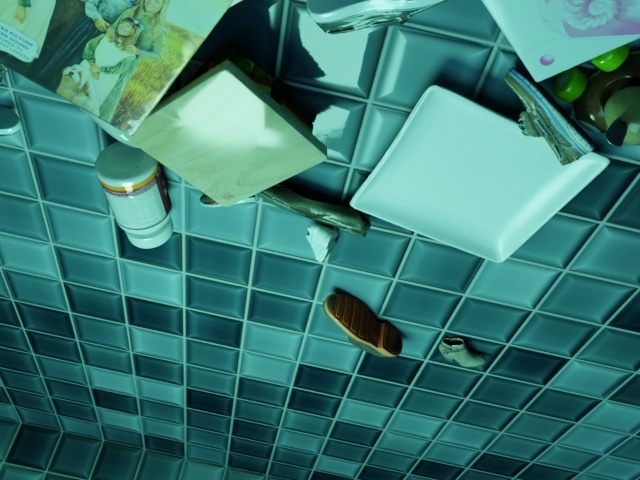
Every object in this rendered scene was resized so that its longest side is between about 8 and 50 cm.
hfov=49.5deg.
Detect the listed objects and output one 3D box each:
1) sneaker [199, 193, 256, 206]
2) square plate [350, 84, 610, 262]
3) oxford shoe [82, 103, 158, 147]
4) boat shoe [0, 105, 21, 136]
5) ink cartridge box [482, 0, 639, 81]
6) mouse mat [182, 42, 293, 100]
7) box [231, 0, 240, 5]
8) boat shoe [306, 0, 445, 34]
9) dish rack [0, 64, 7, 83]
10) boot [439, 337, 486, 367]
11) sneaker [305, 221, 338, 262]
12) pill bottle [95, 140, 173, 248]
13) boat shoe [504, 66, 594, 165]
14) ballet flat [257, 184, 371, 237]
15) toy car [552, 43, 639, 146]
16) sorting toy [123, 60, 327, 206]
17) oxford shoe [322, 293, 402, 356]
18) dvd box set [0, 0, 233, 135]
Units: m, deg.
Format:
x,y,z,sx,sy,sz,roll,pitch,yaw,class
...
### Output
x,y,z,sx,sy,sz,roll,pitch,yaw,class
-0.191,-0.104,1.418,0.158,0.065,0.061,-4,-174,42,sneaker
0.277,-0.114,1.278,0.347,0.049,0.344,20,141,-11,square plate
-0.422,-0.304,1.156,0.169,0.130,0.449,-8,140,19,oxford shoe
-0.665,-0.221,1.379,0.183,0.065,0.083,10,144,13,boat shoe
0.356,-0.394,0.888,0.330,0.071,0.324,-21,132,36,ink cartridge box
-0.158,-0.258,1.243,0.152,0.007,0.189,32,137,-24,mouse mat
-0.059,-0.412,0.973,0.324,0.063,0.067,-16,134,31,box
0.095,-0.345,1.015,0.228,0.080,0.076,-8,156,19,boat shoe
-0.701,-0.350,1.212,0.208,0.074,0.271,-11,137,28,dish rack
0.362,0.283,1.767,0.118,0.042,0.087,1,139,13,boot
0.000,0.000,1.489,0.061,0.054,0.152,34,160,9,sneaker
-0.372,-0.090,1.417,0.121,0.121,0.221,6,143,7,pill bottle
0.348,-0.192,1.098,0.183,0.066,0.066,47,119,0,boat shoe
-0.014,-0.072,1.409,0.250,0.058,0.084,20,178,-3,ballet flat
0.451,-0.181,1.033,0.155,0.188,0.149,27,139,-19,toy car
-0.162,-0.198,1.228,0.257,0.089,0.255,-22,138,33,sorting toy
0.086,0.221,1.720,0.098,0.097,0.271,-18,134,41,oxford shoe
-0.289,-0.361,0.947,0.307,0.062,0.420,30,130,-26,dvd box set
